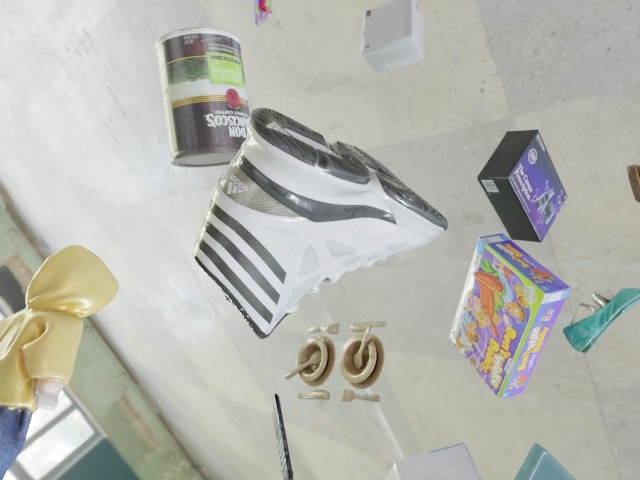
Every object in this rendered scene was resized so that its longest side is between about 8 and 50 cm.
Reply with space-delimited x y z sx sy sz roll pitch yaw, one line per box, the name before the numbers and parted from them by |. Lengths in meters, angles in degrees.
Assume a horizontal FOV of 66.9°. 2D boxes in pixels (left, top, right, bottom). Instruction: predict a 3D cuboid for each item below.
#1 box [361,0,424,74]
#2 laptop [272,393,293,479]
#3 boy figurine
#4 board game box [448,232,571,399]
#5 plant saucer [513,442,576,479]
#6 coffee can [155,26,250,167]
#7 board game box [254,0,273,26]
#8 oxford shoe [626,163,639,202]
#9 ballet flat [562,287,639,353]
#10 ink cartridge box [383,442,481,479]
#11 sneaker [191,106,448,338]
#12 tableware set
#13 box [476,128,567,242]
box | 0.241 -0.680 1.608 0.181 0.181 0.119 -8 156 30
laptop | -0.132 0.490 1.019 0.234 0.136 0.264 103 156 -60
boy figurine | -0.314 0.138 0.518 0.177 0.285 0.092 -15 137 34
board game box | 0.459 0.191 1.228 0.233 0.078 0.347 -125 33 -50
plant saucer | 0.319 0.337 0.579 0.192 0.067 0.018 45 146 9
coffee can | -0.271 -0.326 1.149 0.201 0.201 0.275 -6 93 50
board game box | -0.118 -0.589 1.143 0.033 0.133 0.169 17 148 4
oxford shoe | 0.632 -0.047 0.883 0.076 0.076 0.212 -17 103 38
ballet flat | 0.666 0.165 1.147 0.087 0.247 0.083 48 159 26
ink cartridge box | 0.142 0.357 0.679 0.181 0.104 0.062 99 158 -47
sneaker | -0.001 -0.001 0.692 0.169 0.447 0.257 47 110 31
tableware set | 0.021 0.191 0.787 0.039 0.128 0.194 26 152 -36
box | 0.566 -0.148 1.348 0.103 0.184 0.261 8 147 52
